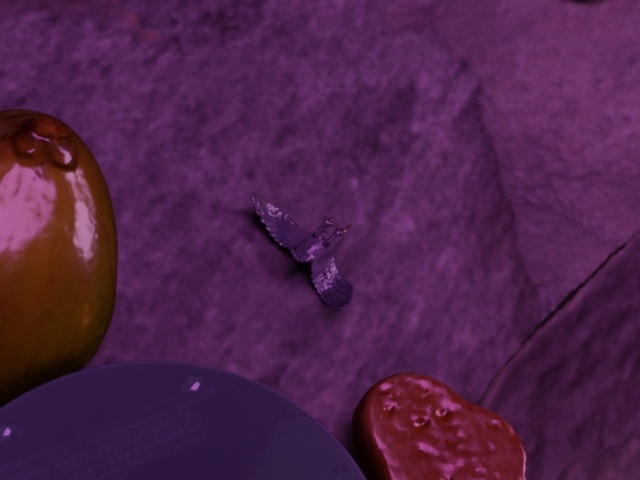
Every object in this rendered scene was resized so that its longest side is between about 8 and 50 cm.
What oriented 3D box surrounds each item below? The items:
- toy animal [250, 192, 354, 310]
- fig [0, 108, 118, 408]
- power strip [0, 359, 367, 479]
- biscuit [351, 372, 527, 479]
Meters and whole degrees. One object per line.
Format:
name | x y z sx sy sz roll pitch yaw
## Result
toy animal | 0.000 0.000 0.956 0.050 0.028 0.084 -29 73 -24
fig | -0.165 0.011 0.836 0.136 0.121 0.153 17 77 -16
power strip | -0.101 0.141 0.783 0.253 0.054 0.167 -19 58 -11
biscuit | 0.055 0.220 0.821 0.202 0.047 0.333 -16 63 -23
